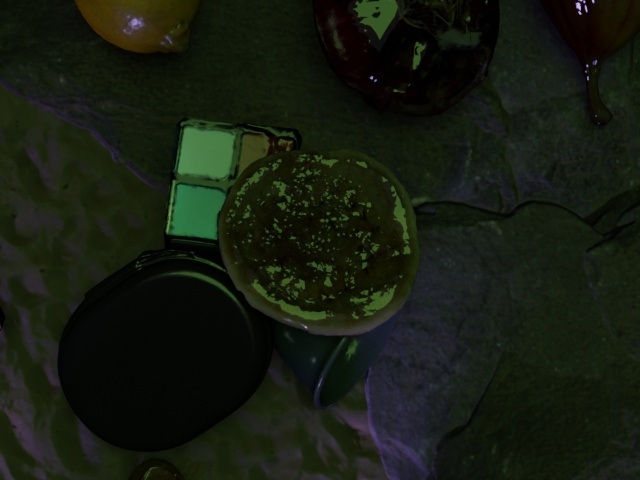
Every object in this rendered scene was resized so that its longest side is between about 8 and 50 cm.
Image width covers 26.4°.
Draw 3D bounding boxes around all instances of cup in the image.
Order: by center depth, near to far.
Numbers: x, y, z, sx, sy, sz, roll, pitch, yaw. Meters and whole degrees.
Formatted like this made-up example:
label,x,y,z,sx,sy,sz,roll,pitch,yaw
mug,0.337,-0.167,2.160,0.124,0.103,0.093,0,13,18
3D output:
label,x,y,z,sx,sy,sz,roll,pitch,yaw
cup,-0.001,0.115,1.926,0.150,0.199,0.199,35,78,18

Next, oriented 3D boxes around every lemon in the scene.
label,x,y,z,sx,sy,sz,roll,pitch,yaw
lemon,-0.266,-0.375,1.959,0.188,0.188,0.257,-31,89,-10

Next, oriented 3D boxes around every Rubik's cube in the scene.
label,x,y,z,sx,sy,sz,roll,pitch,yaw
Rubik's cube,-0.125,-0.064,1.933,0.180,0.167,0.184,5,79,-4

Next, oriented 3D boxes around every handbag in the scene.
label,x,y,z,sx,sy,sz,roll,pitch,yaw
handbag,-0.215,0.149,1.883,0.308,0.093,0.254,-34,97,8

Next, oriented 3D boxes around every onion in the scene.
label,x,y,z,sx,sy,sz,roll,pitch,yaw
onion,0.120,-0.328,1.988,0.313,0.232,0.314,5,81,-31

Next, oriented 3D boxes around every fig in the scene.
label,x,y,z,sx,sy,sz,roll,pitch,yaw
fig,0.421,-0.330,2.037,0.216,0.217,0.321,-3,100,-7

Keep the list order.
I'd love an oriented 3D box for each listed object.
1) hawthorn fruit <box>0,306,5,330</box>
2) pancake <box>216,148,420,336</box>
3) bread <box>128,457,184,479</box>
label,x,y,z,sx,sy,sz,roll,pitch,yaw
hawthorn fruit,-0.565,0.109,1.845,0.215,0.215,0.250,39,87,1
pancake,0.000,0.000,1.818,0.282,0.049,0.283,1,74,-3
bread,-0.231,0.349,1.911,0.085,0.053,0.085,-2,96,-21
